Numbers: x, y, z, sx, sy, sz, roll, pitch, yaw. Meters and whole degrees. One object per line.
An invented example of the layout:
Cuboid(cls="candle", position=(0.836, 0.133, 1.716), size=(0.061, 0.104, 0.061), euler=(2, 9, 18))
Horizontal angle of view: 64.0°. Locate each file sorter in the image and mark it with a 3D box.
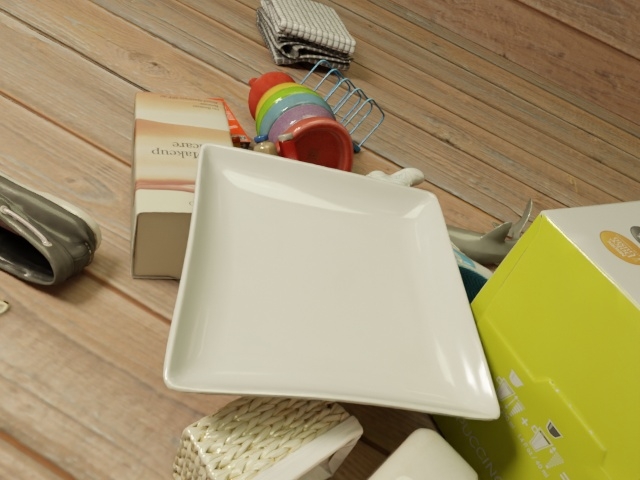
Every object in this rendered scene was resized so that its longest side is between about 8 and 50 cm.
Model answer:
Cuboid(cls="file sorter", position=(0.043, -0.302, 1.144), size=(0.170, 0.104, 0.118), euler=(46, 9, 25))

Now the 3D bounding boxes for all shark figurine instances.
Cuboid(cls="shark figurine", position=(0.350, -0.008, 1.006), size=(0.278, 0.116, 0.166), euler=(-7, 50, -31))

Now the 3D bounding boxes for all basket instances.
Cuboid(cls="basket", position=(-0.059, 0.222, 0.532), size=(0.167, 0.113, 0.103), euler=(-19, 54, -41))

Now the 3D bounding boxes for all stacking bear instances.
Cuboid(cls="stacking bear", position=(-0.062, -0.236, 1.018), size=(0.175, 0.164, 0.289), euler=(1, 39, -30))

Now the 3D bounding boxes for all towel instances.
Cuboid(cls="towel", position=(-0.045, -0.583, 1.443), size=(0.235, 0.121, 0.284), euler=(5, 42, -26))

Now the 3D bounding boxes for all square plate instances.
Cuboid(cls="square plate", position=(0.012, 0.039, 0.608), size=(0.344, 0.049, 0.347), euler=(11, 46, -16))

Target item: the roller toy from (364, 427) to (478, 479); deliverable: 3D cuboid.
Cuboid(cls="roller toy", position=(0.081, 0.289, 0.466), size=(0.146, 0.191, 0.209), euler=(44, 43, 21))

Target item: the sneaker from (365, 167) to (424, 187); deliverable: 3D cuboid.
Cuboid(cls="sneaker", position=(0.160, -0.113, 1.077), size=(0.152, 0.054, 0.061), euler=(-11, 60, -28))

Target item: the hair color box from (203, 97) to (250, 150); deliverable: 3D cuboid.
Cuboid(cls="hair color box", position=(-0.186, -0.202, 0.973), size=(0.043, 0.072, 0.141), euler=(-8, 49, -35))

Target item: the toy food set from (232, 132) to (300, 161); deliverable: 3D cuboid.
Cuboid(cls="toy food set", position=(-0.084, -0.113, 0.806), size=(0.111, 0.104, 0.232), euler=(-16, 17, -12))

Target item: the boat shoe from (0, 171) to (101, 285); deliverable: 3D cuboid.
Cuboid(cls="boat shoe", position=(-0.446, -0.044, 0.631), size=(0.335, 0.112, 0.095), euler=(24, 34, -7))

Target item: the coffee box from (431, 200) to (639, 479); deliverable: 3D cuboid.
Cuboid(cls="coffee box", position=(0.382, 0.186, 0.622), size=(0.334, 0.338, 0.338), euler=(-6, 47, -31))

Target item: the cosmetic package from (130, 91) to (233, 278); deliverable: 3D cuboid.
Cuboid(cls="cosmetic package", position=(-0.212, -0.093, 0.788), size=(0.153, 0.129, 0.296), euler=(1, 45, -23))

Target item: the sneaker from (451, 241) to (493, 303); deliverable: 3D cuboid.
Cuboid(cls="sneaker", position=(0.215, 0.031, 0.906), size=(0.228, 0.087, 0.092), euler=(28, 46, 4))
